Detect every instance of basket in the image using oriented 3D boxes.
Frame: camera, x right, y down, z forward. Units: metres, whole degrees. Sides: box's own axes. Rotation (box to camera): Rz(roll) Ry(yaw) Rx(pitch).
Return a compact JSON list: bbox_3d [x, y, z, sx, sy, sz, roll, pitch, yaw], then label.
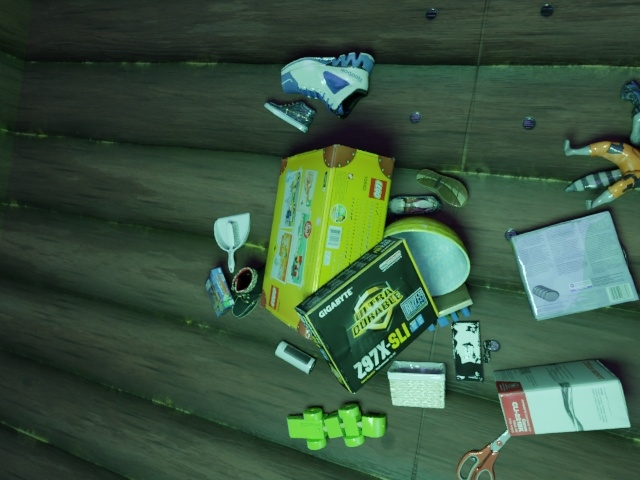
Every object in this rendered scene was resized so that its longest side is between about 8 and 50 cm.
[{"bbox_3d":[0.295,0.433,1.239,0.167,0.113,0.103,-3,91,19],"label":"basket"}]

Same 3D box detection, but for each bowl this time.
[{"bbox_3d":[0.288,0.021,1.212,0.289,0.289,0.156,-2,45,19],"label":"bowl"}]

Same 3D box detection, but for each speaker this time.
[{"bbox_3d":[-0.085,0.398,1.399,0.136,0.055,0.055,25,96,18],"label":"speaker"}]

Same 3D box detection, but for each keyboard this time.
[{"bbox_3d":[0.457,0.334,1.233,0.108,0.023,0.180,-5,87,25],"label":"keyboard"}]

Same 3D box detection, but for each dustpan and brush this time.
[{"bbox_3d":[-0.320,0.010,1.488,0.147,0.060,0.211,-9,85,18],"label":"dustpan and brush"}]

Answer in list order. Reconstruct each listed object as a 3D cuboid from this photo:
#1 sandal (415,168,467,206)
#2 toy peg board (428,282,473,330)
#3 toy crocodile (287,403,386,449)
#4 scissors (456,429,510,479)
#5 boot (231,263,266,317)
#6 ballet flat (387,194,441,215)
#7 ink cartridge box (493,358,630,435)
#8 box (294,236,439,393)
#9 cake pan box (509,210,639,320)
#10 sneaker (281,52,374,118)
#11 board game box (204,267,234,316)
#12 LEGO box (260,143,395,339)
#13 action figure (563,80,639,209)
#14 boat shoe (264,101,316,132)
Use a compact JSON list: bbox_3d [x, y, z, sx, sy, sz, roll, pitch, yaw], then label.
[{"bbox_3d":[0.377,-0.163,1.266,0.180,0.049,0.072,36,94,31],"label":"sandal"},{"bbox_3d":[0.371,0.209,1.202,0.161,0.160,0.079,-27,95,16],"label":"toy peg board"},{"bbox_3d":[0.045,0.597,1.332,0.340,0.105,0.115,-15,84,23],"label":"toy crocodile"},{"bbox_3d":[0.505,0.602,1.207,0.109,0.021,0.297,27,98,20],"label":"scissors"},{"bbox_3d":[-0.262,0.175,1.400,0.085,0.178,0.236,41,100,15],"label":"boot"},{"bbox_3d":[0.280,-0.113,1.285,0.188,0.070,0.070,-3,87,19],"label":"ballet flat"},{"bbox_3d":[0.617,0.409,1.082,0.272,0.197,0.114,-15,85,18],"label":"ink cartridge box"},{"bbox_3d":[0.129,0.183,1.042,0.322,0.079,0.257,-35,111,-20],"label":"box"},{"bbox_3d":[0.695,0.070,1.136,0.266,0.070,0.246,-18,85,18],"label":"cake pan box"},{"bbox_3d":[0.021,-0.496,1.353,0.315,0.127,0.182,-2,85,17],"label":"sneaker"},{"bbox_3d":[-0.357,0.186,1.439,0.035,0.201,0.136,-19,80,-26],"label":"board game box"},{"bbox_3d":[0.000,0.000,1.210,0.372,0.193,0.500,12,93,63],"label":"LEGO box"},{"bbox_3d":[0.828,-0.241,1.084,0.330,0.178,0.341,-12,57,12],"label":"action figure"},{"bbox_3d":[-0.104,-0.455,1.432,0.183,0.065,0.083,33,97,10],"label":"boat shoe"}]
